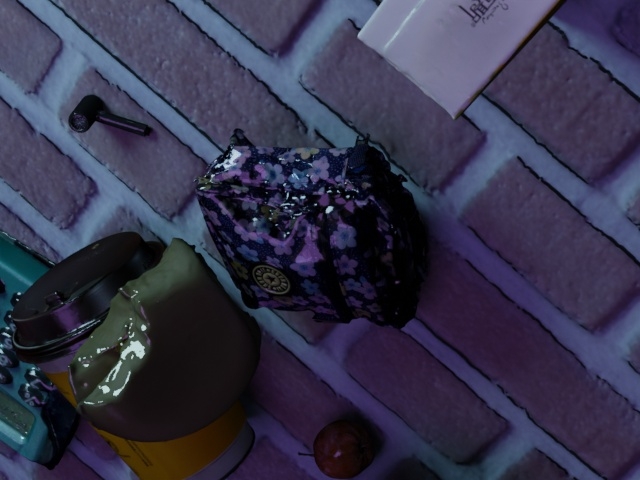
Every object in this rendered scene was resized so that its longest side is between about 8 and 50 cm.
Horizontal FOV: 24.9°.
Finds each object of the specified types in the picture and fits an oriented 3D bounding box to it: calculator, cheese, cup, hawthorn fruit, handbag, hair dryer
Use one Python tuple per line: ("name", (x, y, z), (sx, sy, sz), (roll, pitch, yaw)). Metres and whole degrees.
("calculator", (-0.379, 0.123, 1.731), (0.248, 0.058, 0.274), (33, 125, 7))
("cheese", (-0.154, 0.114, 1.435), (0.091, 0.202, 0.175), (17, 143, 56))
("cup", (-0.195, 0.138, 1.573), (0.196, 0.196, 0.279), (-18, 115, 34))
("hawthorn fruit", (0.010, 0.232, 1.581), (0.103, 0.067, 0.066), (-22, 104, 37))
("handbag", (0.000, 0.000, 1.416), (0.208, 0.126, 0.228), (10, 139, 23))
("hair dryer", (-0.220, -0.124, 1.526), (0.083, 0.047, 0.026), (19, 124, 1))

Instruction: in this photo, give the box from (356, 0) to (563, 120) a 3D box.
("box", (0.161, -0.234, 1.127), (0.111, 0.260, 0.194), (42, 128, 3))
